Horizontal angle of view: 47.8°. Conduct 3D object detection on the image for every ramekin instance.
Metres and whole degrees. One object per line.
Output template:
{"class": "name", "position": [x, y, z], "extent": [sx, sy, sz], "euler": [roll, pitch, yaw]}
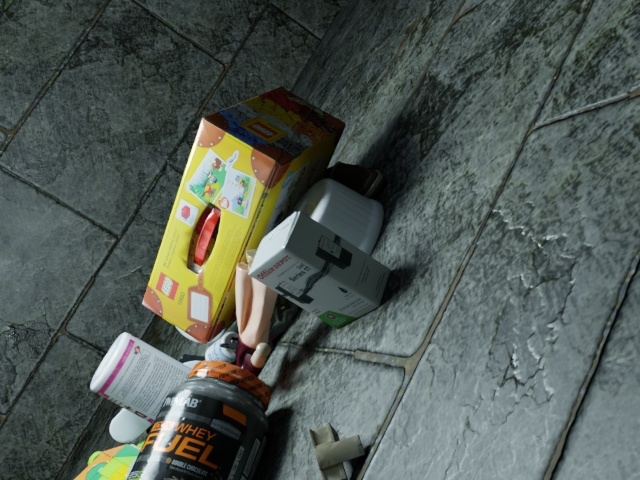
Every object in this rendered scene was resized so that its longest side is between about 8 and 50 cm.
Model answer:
{"class": "ramekin", "position": [0.000, 0.000, 1.548], "extent": [0.277, 0.135, 0.277], "euler": [-51, 16, 21]}

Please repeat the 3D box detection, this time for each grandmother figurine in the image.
{"class": "grandmother figurine", "position": [-0.140, 0.194, 1.463], "extent": [0.208, 0.104, 0.342], "euler": [-91, 11, -71]}

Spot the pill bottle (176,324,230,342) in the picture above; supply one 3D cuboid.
{"class": "pill bottle", "position": [-0.270, 0.144, 1.947], "extent": [0.162, 0.162, 0.278], "euler": [-47, 1, 32]}

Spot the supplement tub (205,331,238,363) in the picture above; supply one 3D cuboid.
{"class": "supplement tub", "position": [-0.243, 0.283, 1.848], "extent": [0.107, 0.071, 0.071], "euler": [-40, 23, 46]}

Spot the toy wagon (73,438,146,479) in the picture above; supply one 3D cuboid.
{"class": "toy wagon", "position": [-0.503, 0.597, 1.789], "extent": [0.267, 0.068, 0.344], "euler": [8, 41, 42]}

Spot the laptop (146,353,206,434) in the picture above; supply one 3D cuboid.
{"class": "laptop", "position": [-0.378, 0.455, 2.028], "extent": [0.264, 0.136, 0.234], "euler": [99, -166, -60]}

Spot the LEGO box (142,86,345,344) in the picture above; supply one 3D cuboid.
{"class": "LEGO box", "position": [-0.176, -0.065, 1.685], "extent": [0.372, 0.193, 0.500], "euler": [-41, -21, -58]}

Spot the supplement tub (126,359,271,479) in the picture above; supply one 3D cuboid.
{"class": "supplement tub", "position": [-0.220, 0.400, 1.291], "extent": [0.207, 0.207, 0.338], "euler": [-38, 24, 49]}

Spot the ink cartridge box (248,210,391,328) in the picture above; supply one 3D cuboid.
{"class": "ink cartridge box", "position": [-0.004, 0.057, 1.306], "extent": [0.153, 0.208, 0.087], "euler": [-37, 25, 52]}

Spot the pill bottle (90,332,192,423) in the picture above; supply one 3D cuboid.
{"class": "pill bottle", "position": [-0.402, 0.362, 1.775], "extent": [0.160, 0.283, 0.160], "euler": [-51, 16, 21]}

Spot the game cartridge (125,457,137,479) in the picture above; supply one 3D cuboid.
{"class": "game cartridge", "position": [-0.377, 0.590, 1.580], "extent": [0.198, 0.062, 0.297], "euler": [-31, 31, 32]}

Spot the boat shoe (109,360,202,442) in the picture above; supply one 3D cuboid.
{"class": "boat shoe", "position": [-0.421, 0.417, 1.913], "extent": [0.301, 0.108, 0.102], "euler": [-39, 9, -7]}

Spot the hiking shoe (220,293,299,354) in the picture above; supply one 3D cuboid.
{"class": "hiking shoe", "position": [-0.132, 0.172, 1.645], "extent": [0.227, 0.114, 0.086], "euler": [-59, 16, -6]}

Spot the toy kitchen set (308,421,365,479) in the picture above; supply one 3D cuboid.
{"class": "toy kitchen set", "position": [0.032, 0.311, 1.049], "extent": [0.068, 0.075, 0.083], "euler": [-20, 60, 2]}

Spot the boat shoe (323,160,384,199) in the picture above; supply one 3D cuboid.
{"class": "boat shoe", "position": [0.063, -0.140, 1.704], "extent": [0.095, 0.095, 0.257], "euler": [-59, 16, -7]}
